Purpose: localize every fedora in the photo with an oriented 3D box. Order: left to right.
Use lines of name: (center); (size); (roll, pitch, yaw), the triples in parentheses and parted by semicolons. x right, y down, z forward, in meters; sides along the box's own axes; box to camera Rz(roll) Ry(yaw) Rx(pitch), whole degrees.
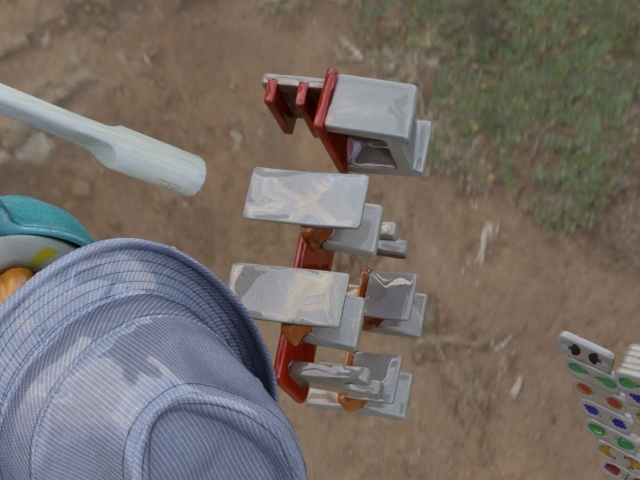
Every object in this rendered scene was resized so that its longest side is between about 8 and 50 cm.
fedora: (-0.101, 0.145, 0.979); (0.243, 0.275, 0.124); (-39, 39, -25)

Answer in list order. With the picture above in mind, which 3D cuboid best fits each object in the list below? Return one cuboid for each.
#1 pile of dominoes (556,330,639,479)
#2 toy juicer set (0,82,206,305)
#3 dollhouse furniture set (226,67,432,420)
pile of dominoes: (0.331, 0.198, 1.453); (0.196, 0.251, 0.040); (12, 51, 35)
toy juicer set: (-0.178, 0.024, 1.050); (0.209, 0.329, 0.090); (5, 53, -25)
dollhouse furniture set: (0.000, 0.000, 1.215); (0.135, 0.262, 0.259); (6, 71, 17)
